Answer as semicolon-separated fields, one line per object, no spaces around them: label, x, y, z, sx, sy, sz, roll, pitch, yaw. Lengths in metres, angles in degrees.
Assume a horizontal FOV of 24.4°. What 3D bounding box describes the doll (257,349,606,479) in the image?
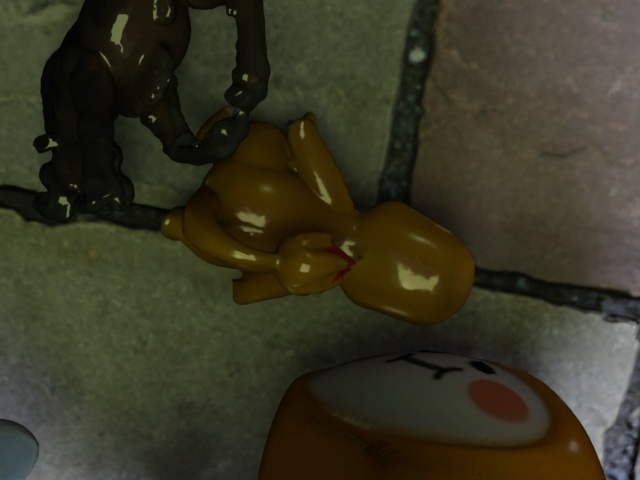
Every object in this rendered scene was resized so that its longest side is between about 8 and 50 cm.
doll;0.084;0.158;0.850;0.236;0.213;0.213;-4;118;-41

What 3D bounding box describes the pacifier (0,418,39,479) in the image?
pacifier;-0.294;0.169;0.852;0.226;0.238;0.287;50;144;23

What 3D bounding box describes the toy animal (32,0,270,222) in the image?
toy animal;-0.099;-0.105;0.776;0.084;0.148;0.233;3;114;-41

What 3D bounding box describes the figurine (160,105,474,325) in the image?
figurine;0.002;0.002;0.812;0.176;0.122;0.121;18;108;-5
